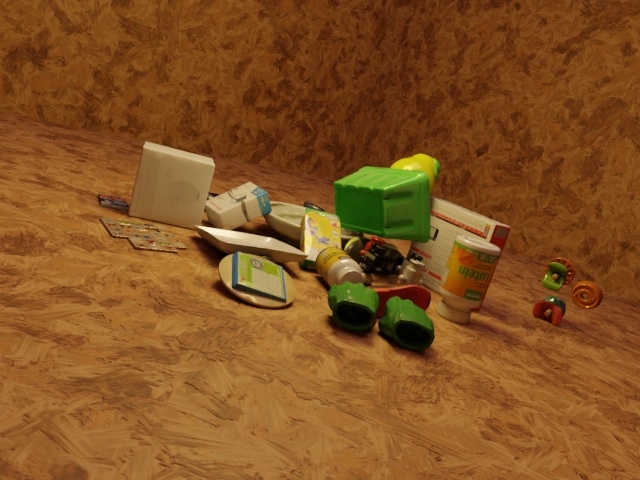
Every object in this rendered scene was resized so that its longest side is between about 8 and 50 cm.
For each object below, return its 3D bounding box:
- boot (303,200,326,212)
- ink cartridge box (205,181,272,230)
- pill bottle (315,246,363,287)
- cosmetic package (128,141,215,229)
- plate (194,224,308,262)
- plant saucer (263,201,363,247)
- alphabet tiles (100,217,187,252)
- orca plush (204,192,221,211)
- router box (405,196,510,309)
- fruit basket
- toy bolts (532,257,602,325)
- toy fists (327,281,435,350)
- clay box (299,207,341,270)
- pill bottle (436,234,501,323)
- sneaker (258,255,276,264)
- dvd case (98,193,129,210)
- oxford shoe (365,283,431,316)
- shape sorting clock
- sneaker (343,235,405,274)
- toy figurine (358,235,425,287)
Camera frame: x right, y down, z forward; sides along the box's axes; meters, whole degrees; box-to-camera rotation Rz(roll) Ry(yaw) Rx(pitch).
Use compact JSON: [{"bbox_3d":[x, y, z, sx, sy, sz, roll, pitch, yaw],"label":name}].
[{"bbox_3d":[0.007,-0.083,2.314,0.219,0.106,0.082,19,13,12],"label":"boot"},{"bbox_3d":[-0.285,-0.116,1.920,0.190,0.082,0.139,-26,33,-24],"label":"ink cartridge box"},{"bbox_3d":[0.058,0.091,1.627,0.103,0.103,0.184,12,13,-23],"label":"pill bottle"},{"bbox_3d":[-0.479,-0.175,1.794,0.224,0.224,0.138,13,13,-19],"label":"cosmetic package"},{"bbox_3d":[-0.214,0.015,1.667,0.277,0.045,0.278,11,5,-30],"label":"plate"},{"bbox_3d":[-0.043,-0.037,2.064,0.400,0.101,0.400,16,13,-4],"label":"plant saucer"},{"bbox_3d":[-0.495,-0.014,1.572,0.198,0.009,0.237,8,15,-36],"label":"alphabet tiles"},{"bbox_3d":[-0.472,-0.187,2.141,0.287,0.102,0.151,20,13,13],"label":"orca plush"},{"bbox_3d":[0.459,0.036,1.943,0.082,0.301,0.335,8,15,-35],"label":"router box"},{"bbox_3d":[0.275,-0.155,1.978,0.391,0.283,0.392,-3,13,1],"label":"fruit basket"},{"bbox_3d":[0.888,0.194,2.001,0.218,0.229,0.158,30,27,29],"label":"toy bolts"},{"bbox_3d":[0.148,0.183,1.375,0.279,0.096,0.142,18,22,-2],"label":"toy fists"},{"bbox_3d":[0.000,0.000,1.804,0.127,0.053,0.222,14,47,-15],"label":"clay box"},{"bbox_3d":[0.436,0.118,1.677,0.136,0.246,0.136,16,13,-4],"label":"pill bottle"},{"bbox_3d":[-0.187,0.076,1.502,0.170,0.051,0.089,4,17,-30],"label":"sneaker"},{"bbox_3d":[-0.673,-0.125,1.810,0.087,0.013,0.119,10,13,-28],"label":"dvd case"},{"bbox_3d":[0.197,0.157,1.555,0.271,0.097,0.098,8,9,-36],"label":"oxford shoe"},{"bbox_3d":[-0.157,0.100,1.393,0.206,0.040,0.206,25,26,-13],"label":"shape sorting clock"},{"bbox_3d":[0.198,0.060,1.957,0.299,0.111,0.121,4,22,-39],"label":"sneaker"},{"bbox_3d":[0.214,0.096,1.747,0.209,0.148,0.213,23,10,0],"label":"toy figurine"}]
